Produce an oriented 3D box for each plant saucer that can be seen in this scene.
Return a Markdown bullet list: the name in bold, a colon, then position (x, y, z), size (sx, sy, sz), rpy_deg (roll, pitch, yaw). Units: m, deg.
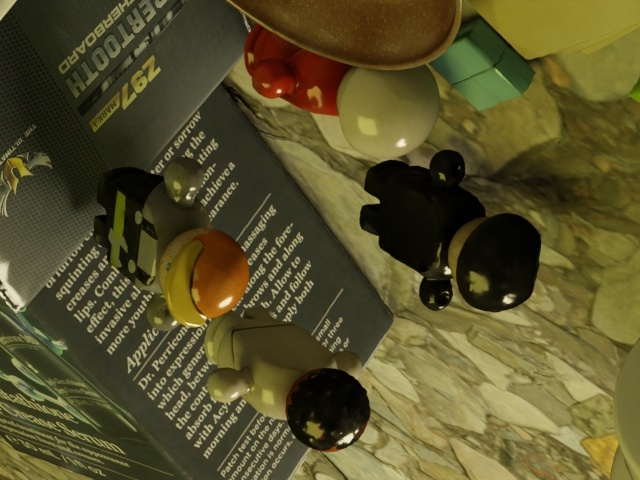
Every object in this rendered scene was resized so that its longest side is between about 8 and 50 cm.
- **plant saucer**: position (-0.010, -0.163, 0.835), size (0.198, 0.036, 0.199), rpy_deg (30, 157, 14)

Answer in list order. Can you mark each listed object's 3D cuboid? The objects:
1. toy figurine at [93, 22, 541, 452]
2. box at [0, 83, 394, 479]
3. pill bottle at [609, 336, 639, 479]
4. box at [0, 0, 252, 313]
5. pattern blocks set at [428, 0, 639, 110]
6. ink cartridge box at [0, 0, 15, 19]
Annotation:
- **toy figurine**: position (0.000, 0.000, 0.982), size (0.148, 0.209, 0.213), rpy_deg (34, 163, 51)
- **box**: position (-0.187, -0.008, 1.228), size (0.293, 0.212, 0.395), rpy_deg (10, 147, 45)
- **pill bottle**: position (0.274, 0.177, 0.997), size (0.188, 0.188, 0.334), rpy_deg (17, 152, 35)
- **box**: position (-0.149, -0.100, 0.962), size (0.059, 0.233, 0.183), rpy_deg (27, 157, 32)
- **pattern blocks set**: position (0.108, -0.151, 0.780), size (0.285, 0.026, 0.324), rpy_deg (46, 155, -25)
- **ink cartridge box**: position (-0.160, -0.226, 0.667), size (0.117, 0.283, 0.207), rpy_deg (0, 140, 48)
